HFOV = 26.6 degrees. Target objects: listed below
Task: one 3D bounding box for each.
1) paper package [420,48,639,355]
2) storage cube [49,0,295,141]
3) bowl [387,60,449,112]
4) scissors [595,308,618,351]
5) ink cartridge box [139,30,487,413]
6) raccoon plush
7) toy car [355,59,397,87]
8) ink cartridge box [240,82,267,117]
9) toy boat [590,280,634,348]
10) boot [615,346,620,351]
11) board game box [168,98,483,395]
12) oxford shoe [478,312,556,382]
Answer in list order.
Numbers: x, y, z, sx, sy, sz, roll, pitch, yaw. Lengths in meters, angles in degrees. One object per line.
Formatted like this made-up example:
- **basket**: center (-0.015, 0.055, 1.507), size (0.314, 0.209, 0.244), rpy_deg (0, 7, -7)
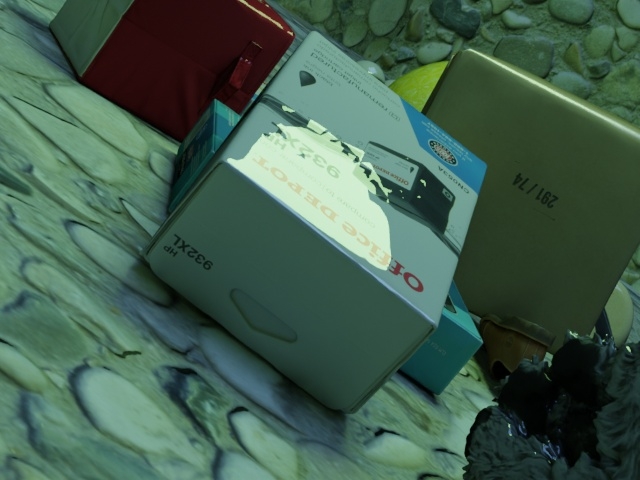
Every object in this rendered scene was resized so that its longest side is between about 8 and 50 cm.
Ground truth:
- **paper package**: center (0.254, -0.053, 1.755), size (0.324, 0.310, 0.168), rpy_deg (27, 9, -1)
- **storage cube**: center (-0.180, -0.251, 1.613), size (0.193, 0.184, 0.215), rpy_deg (30, 14, -33)
- **bowl**: center (0.192, -0.111, 1.915), size (0.289, 0.289, 0.156), rpy_deg (37, 8, -2)
- **scissors**: center (0.378, 0.147, 1.738), size (0.021, 0.109, 0.297), rpy_deg (69, 29, -28)
- **ink cartridge box**: center (0.008, -0.028, 1.201), size (0.223, 0.129, 0.307), rpy_deg (38, 31, -7)
- **raccoon plush**: center (0.272, 0.285, 1.101), size (0.299, 0.216, 0.446), rpy_deg (46, 33, -43)
- **toy car**: center (0.075, -0.231, 2.488), size (0.136, 0.159, 0.182), rpy_deg (-3, -23, 45)
- **ink cartridge box**: center (-0.097, -0.171, 1.817), size (0.134, 0.078, 0.231), rpy_deg (31, 13, -32)
- **toy boat**: center (0.373, 0.101, 2.110), size (0.231, 0.151, 0.151), rpy_deg (41, -17, 16)
- **boot**: center (0.511, 0.288, 1.738), size (0.284, 0.138, 0.377), rpy_deg (29, 6, -37)
- **board game box**: center (0.000, 0.000, 1.439), size (0.336, 0.079, 0.254), rpy_deg (35, 12, -13)
- **oxford shoe**: center (0.222, 0.134, 1.640), size (0.076, 0.076, 0.212), rpy_deg (25, -5, 0)
